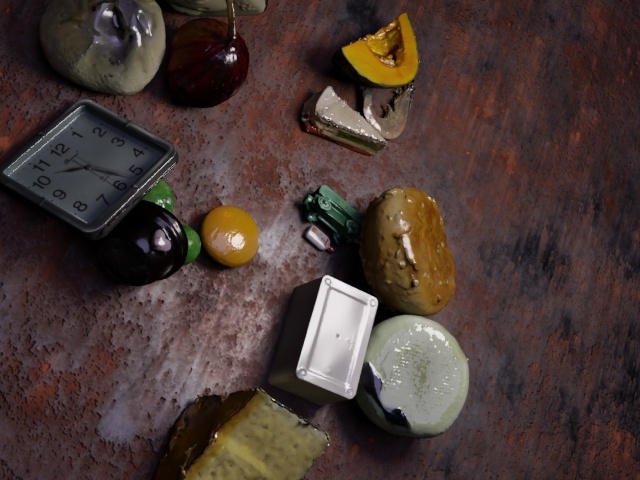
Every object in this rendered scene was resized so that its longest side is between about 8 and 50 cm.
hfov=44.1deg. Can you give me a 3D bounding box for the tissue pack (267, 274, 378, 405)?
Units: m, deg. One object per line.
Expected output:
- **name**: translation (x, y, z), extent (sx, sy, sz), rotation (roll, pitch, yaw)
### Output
- **tissue pack**: translation (0.009, 0.223, 1.766), extent (0.159, 0.136, 0.246), rotation (27, 63, -21)

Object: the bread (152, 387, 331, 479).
- **bread**: translation (-0.168, 0.457, 1.525), extent (0.248, 0.279, 0.315), rotation (37, 48, -23)

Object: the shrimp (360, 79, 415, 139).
- **shrimp**: translation (0.177, -0.371, 2.095), extent (0.152, 0.046, 0.219), rotation (37, 61, -19)

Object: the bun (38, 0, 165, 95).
- **bun**: translation (-0.455, -0.448, 1.691), extent (0.273, 0.168, 0.273), rotation (4, 80, -24)

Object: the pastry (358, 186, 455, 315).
- **pastry**: translation (0.191, 0.030, 1.885), extent (0.284, 0.184, 0.316), rotation (-28, 102, -59)

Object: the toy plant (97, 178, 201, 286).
- **toy plant**: translation (-0.352, -0.019, 1.628), extent (0.218, 0.175, 0.235), rotation (54, 30, -13)

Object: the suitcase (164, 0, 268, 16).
- **suitcase**: translation (-0.298, -0.612, 1.732), extent (0.351, 0.339, 0.194), rotation (25, 73, -65)

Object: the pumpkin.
- **pumpkin**: translation (0.152, -0.448, 2.037), extent (0.312, 0.148, 0.169), rotation (-39, 92, -38)

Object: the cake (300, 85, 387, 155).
- **cake**: translation (0.050, -0.273, 1.967), extent (0.220, 0.086, 0.117), rotation (47, 58, -9)

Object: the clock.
- **clock**: translation (-0.466, -0.146, 1.596), extent (0.279, 0.049, 0.273), rotation (29, 58, 18)

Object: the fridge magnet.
- **fridge magnet**: translation (-0.202, -0.009, 1.759), extent (0.143, 0.063, 0.143), rotation (10, 70, -29)

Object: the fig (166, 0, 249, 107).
- **fig**: translation (-0.228, -0.404, 1.754), extent (0.186, 0.249, 0.204), rotation (35, 64, -31)

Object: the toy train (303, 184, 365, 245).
- **toy train**: translation (0.036, -0.063, 1.906), extent (0.172, 0.070, 0.099), rotation (39, 43, -14)

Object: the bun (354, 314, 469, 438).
- **bun**: translation (0.199, 0.315, 1.833), extent (0.283, 0.179, 0.283), rotation (2, 77, -8)

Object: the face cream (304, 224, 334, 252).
- **face cream**: translation (0.000, 0.000, 1.895), extent (0.083, 0.021, 0.040), rotation (40, 58, -14)
